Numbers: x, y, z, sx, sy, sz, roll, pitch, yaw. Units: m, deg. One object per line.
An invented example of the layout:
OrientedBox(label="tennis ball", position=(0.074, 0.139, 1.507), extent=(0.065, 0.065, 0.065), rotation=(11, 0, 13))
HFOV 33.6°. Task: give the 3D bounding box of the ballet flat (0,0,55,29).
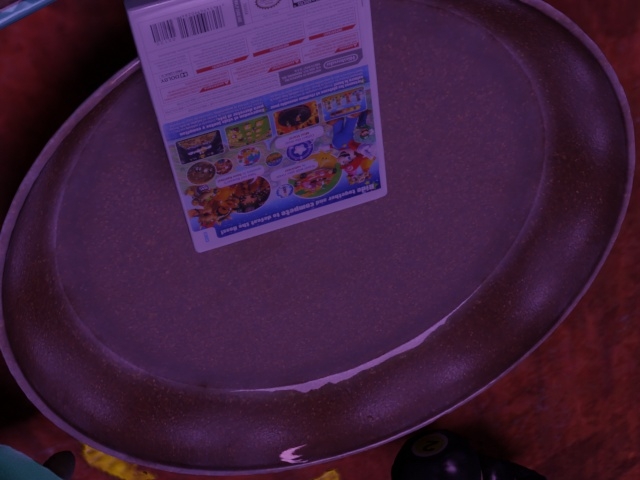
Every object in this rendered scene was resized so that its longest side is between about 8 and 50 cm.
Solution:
OrientedBox(label="ballet flat", position=(-0.074, -0.122, 0.361), extent=(0.232, 0.080, 0.073), rotation=(-22, 109, -7))

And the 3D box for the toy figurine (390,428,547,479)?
OrientedBox(label="toy figurine", position=(0.081, 0.249, 0.670), extent=(0.213, 0.209, 0.148), rotation=(-42, 144, 15))

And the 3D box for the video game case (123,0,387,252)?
OrientedBox(label="video game case", position=(-0.020, -0.052, 0.414), extent=(0.087, 0.011, 0.122), rotation=(-17, 136, -8))

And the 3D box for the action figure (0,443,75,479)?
OrientedBox(label="action figure", position=(-0.196, 0.069, 0.464), extent=(0.137, 0.063, 0.232), rotation=(-2, 148, 20))

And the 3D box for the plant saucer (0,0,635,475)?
OrientedBox(label="plant saucer", position=(0.000, 0.000, 0.514), extent=(0.310, 0.050, 0.311), rotation=(-13, 135, -13))
